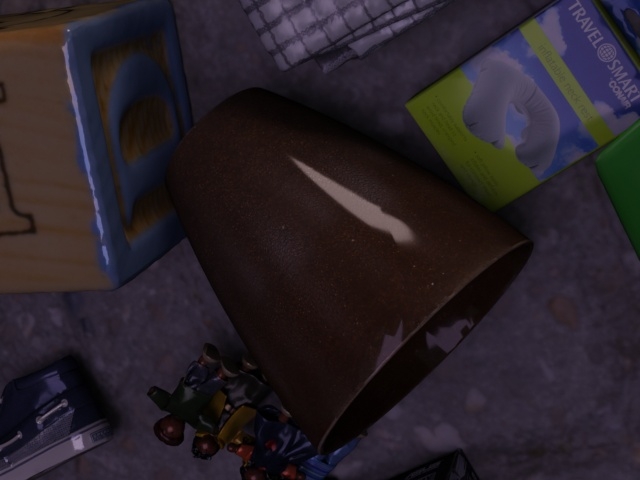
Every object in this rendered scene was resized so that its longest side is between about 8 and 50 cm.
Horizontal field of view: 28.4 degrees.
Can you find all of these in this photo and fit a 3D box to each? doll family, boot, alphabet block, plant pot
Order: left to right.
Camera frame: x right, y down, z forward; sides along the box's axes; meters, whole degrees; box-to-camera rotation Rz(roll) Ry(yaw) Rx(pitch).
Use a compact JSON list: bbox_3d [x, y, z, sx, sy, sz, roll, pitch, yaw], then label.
[{"bbox_3d":[-0.275,0.176,1.146,0.190,0.069,0.086,-28,83,22],"label":"boot"},{"bbox_3d":[-0.221,-0.074,0.971,0.197,0.192,0.193,-3,105,17],"label":"alphabet block"},{"bbox_3d":[-0.054,0.166,1.063,0.193,0.076,0.111,34,109,1],"label":"doll family"},{"bbox_3d":[0.000,0.000,0.935,0.230,0.215,0.215,46,115,14],"label":"plant pot"}]

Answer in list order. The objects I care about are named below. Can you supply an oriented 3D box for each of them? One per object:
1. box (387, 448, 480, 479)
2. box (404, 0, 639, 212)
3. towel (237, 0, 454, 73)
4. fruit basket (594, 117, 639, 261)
[{"bbox_3d":[0.089,0.364,1.082,0.242,0.076,0.307,-29,97,24],"label":"box"},{"bbox_3d":[0.165,-0.107,0.920,0.178,0.042,0.109,-33,96,25],"label":"box"},{"bbox_3d":[0.045,-0.273,0.863,0.284,0.121,0.235,-29,99,22],"label":"towel"},{"bbox_3d":[0.341,0.008,0.486,0.392,0.283,0.392,7,105,26],"label":"fruit basket"}]
